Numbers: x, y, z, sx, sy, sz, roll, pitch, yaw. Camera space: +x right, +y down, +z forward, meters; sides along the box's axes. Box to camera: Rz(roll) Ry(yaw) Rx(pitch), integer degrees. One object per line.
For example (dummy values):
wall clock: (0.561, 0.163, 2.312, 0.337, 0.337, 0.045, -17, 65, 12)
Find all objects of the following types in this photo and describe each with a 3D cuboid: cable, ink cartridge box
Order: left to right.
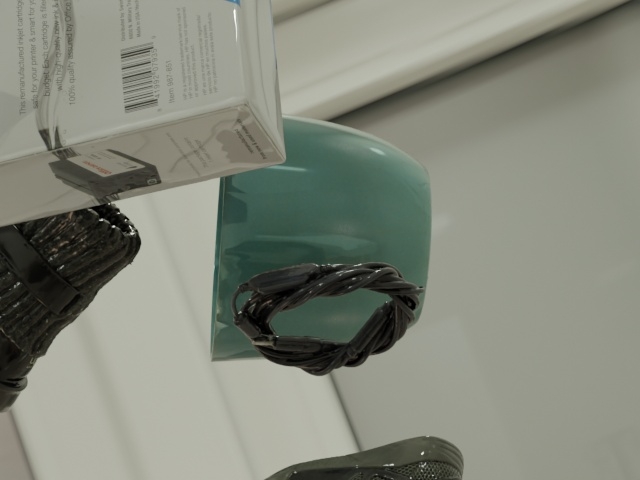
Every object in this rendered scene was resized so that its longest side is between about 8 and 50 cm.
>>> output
ink cartridge box: (-0.202, -0.159, 1.752, 0.307, 0.223, 0.129, -12, -27, 12)
cable: (0.014, 0.076, 1.789, 0.184, 0.047, 0.150, -13, -43, 11)

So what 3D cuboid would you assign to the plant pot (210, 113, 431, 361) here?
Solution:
plant pot: (0.000, 0.000, 2.122, 0.235, 0.293, 0.293, 4, -18, -4)

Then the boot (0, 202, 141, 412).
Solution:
boot: (-0.387, -0.012, 2.016, 0.260, 0.348, 0.131, -54, -2, 13)

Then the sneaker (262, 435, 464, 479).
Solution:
sneaker: (0.020, 0.260, 1.659, 0.227, 0.130, 0.087, -15, -47, 17)
